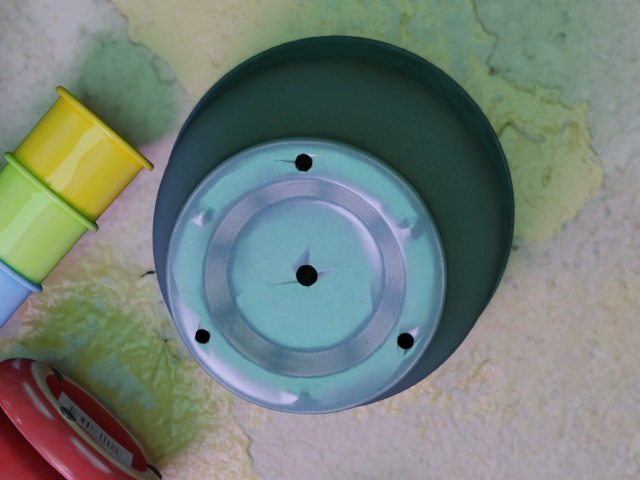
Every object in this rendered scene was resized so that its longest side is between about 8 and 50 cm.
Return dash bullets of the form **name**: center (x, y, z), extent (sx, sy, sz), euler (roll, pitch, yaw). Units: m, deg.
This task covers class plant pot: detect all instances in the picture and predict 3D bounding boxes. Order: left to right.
- **plant pot**: center (-0.226, 0.197, 1.346), extent (0.191, 0.191, 0.174), euler (44, 92, -3)
- **plant pot**: center (0.000, 0.000, 1.249), extent (0.271, 0.255, 0.272), euler (1, 100, 6)

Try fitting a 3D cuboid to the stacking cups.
- **stacking cups**: center (-0.265, 0.029, 1.329), extent (0.096, 0.096, 0.316), euler (43, 89, -3)
